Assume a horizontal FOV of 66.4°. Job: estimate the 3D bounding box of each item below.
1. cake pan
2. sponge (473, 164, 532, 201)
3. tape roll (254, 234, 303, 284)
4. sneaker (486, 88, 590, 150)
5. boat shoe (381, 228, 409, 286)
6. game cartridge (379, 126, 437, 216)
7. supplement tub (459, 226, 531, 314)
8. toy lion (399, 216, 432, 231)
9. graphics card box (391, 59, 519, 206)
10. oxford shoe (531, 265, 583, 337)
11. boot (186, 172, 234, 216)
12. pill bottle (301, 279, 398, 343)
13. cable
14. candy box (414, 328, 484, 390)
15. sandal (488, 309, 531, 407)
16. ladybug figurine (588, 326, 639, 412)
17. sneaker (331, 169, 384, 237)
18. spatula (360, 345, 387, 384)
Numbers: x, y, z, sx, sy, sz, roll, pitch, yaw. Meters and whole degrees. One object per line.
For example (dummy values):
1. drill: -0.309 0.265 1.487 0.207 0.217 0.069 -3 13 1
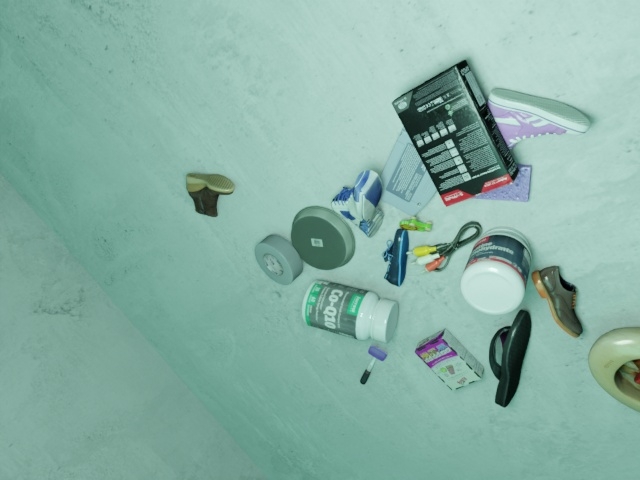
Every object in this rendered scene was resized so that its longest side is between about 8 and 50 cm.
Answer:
1. cake pan: 0.000 0.000 1.986 0.292 0.054 0.294 15 125 22
2. sponge: 0.555 -0.186 1.557 0.209 0.031 0.117 7 123 27
3. tape roll: -0.180 0.084 2.097 0.219 0.072 0.219 29 141 26
4. sneaker: 0.606 -0.322 1.403 0.282 0.102 0.161 27 134 26
5. boat shoe: 0.273 0.068 1.839 0.088 0.109 0.259 18 125 24
6. game cartridge: 0.316 -0.231 1.654 0.196 0.060 0.294 33 131 12
7. supplement tub: 0.568 0.091 1.569 0.191 0.272 0.191 15 126 21
8. toy lion: 0.336 -0.052 1.753 0.100 0.034 0.096 16 165 -12
9. graphics card box: 0.398 -0.307 1.451 0.232 0.094 0.371 -21 106 44
10. oxford shoe: 0.811 0.206 1.623 0.098 0.097 0.271 -30 102 34
11. boot: -0.466 -0.188 2.135 0.248 0.090 0.207 15 138 20
12. pill bottle: 0.122 0.292 2.006 0.360 0.204 0.204 11 124 24
13. cable: 0.454 0.040 1.736 0.287 0.072 0.139 -27 109 39
14. candy box: 0.522 0.485 1.985 0.233 0.071 0.159 47 131 -3
15. sandal: 0.680 0.439 1.813 0.107 0.167 0.446 24 131 37
16. ladybug figurine: 1.089 0.419 1.551 0.449 0.162 0.305 28 129 12
17. sneaker: 0.118 -0.137 1.738 0.182 0.128 0.316 30 160 21
18. spatula: 0.229 0.578 2.243 0.084 0.030 0.297 28 130 13
